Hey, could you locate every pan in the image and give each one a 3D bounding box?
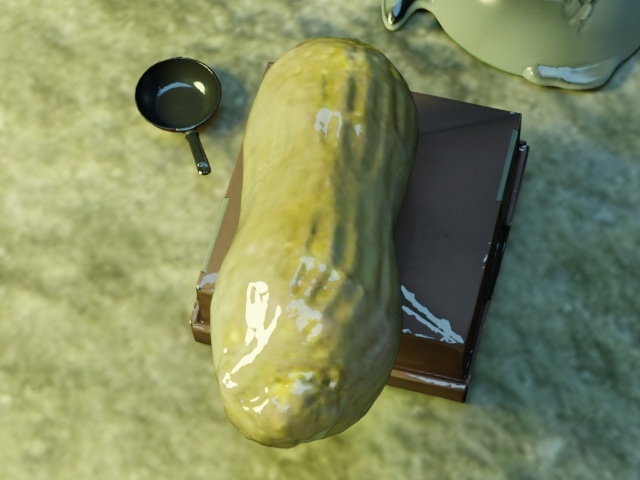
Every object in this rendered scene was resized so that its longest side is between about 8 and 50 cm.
[{"bbox_3d":[-0.105,-0.092,1.460,0.068,0.023,0.115,-15,60,-7],"label":"pan"}]

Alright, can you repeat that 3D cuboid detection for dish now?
[{"bbox_3d":[0.169,-0.229,1.493,0.246,0.078,0.224,-5,63,0],"label":"dish"}]

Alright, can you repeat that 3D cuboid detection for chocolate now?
[{"bbox_3d":[0.000,0.000,1.256,0.134,0.134,0.309,6,59,5],"label":"chocolate"}]

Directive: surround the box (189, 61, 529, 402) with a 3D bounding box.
[{"bbox_3d":[0.029,-0.012,1.378,0.215,0.086,0.215,13,63,8],"label":"box"}]
